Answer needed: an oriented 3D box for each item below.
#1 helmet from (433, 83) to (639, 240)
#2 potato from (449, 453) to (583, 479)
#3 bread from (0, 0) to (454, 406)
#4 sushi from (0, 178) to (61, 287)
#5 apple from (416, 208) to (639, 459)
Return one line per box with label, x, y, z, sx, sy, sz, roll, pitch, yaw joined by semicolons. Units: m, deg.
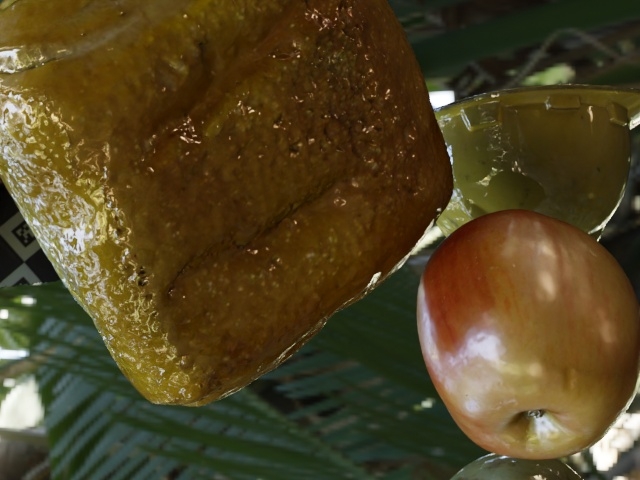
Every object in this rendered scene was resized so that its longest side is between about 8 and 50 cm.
helmet;0.197;-0.050;1.145;0.205;0.256;0.140;139;127;-69
potato;0.147;0.306;1.084;0.262;0.165;0.165;-64;-31;-10
bread;-0.057;-0.077;0.907;0.328;0.148;0.337;-33;-67;-20
sushi;-0.396;-0.054;1.349;0.047;0.231;0.220;164;99;-71
apple;0.158;0.075;0.939;0.199;0.199;0.199;0;-90;-65
